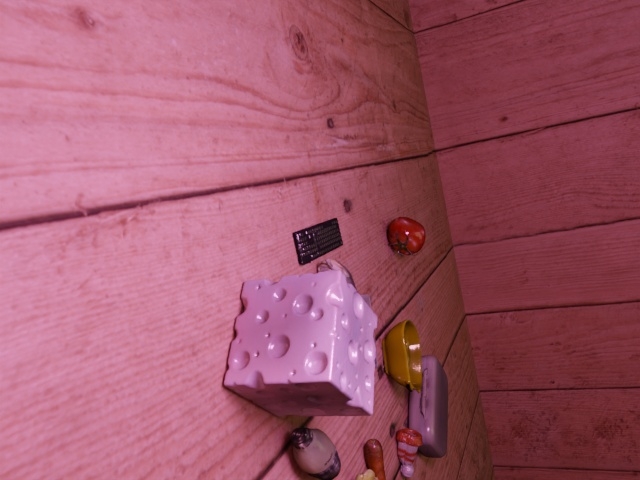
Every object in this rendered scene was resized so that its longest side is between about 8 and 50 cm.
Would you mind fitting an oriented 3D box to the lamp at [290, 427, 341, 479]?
[{"bbox_3d":[-0.007,0.515,1.263,0.250,0.101,0.101,61,31,-41],"label":"lamp"}]

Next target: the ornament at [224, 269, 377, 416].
[{"bbox_3d":[-0.029,0.233,1.145,0.239,0.240,0.239,53,36,-49],"label":"ornament"}]

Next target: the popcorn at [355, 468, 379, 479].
[{"bbox_3d":[0.155,0.740,1.497,0.141,0.136,0.162,35,49,-50],"label":"popcorn"}]

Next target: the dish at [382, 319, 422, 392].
[{"bbox_3d":[0.296,0.429,1.941,0.221,0.108,0.262,31,53,-60],"label":"dish"}]

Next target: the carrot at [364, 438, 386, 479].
[{"bbox_3d":[0.178,0.733,1.648,0.059,0.059,0.247,-34,116,-63],"label":"carrot"}]

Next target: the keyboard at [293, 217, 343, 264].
[{"bbox_3d":[0.000,0.000,1.553,0.310,0.018,0.101,-22,101,-65],"label":"keyboard"}]

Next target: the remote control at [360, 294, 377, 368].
[{"bbox_3d":[0.149,0.306,1.754,0.103,0.034,0.250,8,75,-65],"label":"remote control"}]

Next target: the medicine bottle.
[{"bbox_3d":[0.447,0.679,2.166,0.282,0.123,0.375,55,34,-42],"label":"medicine bottle"}]

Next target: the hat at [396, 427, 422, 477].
[{"bbox_3d":[0.317,0.778,1.922,0.112,0.094,0.162,15,86,-53],"label":"hat"}]

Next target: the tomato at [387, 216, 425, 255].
[{"bbox_3d":[0.357,-0.021,2.174,0.167,0.167,0.167,34,52,-58],"label":"tomato"}]

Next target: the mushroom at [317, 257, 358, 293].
[{"bbox_3d":[0.067,0.159,1.559,0.278,0.099,0.096,65,34,-38],"label":"mushroom"}]
